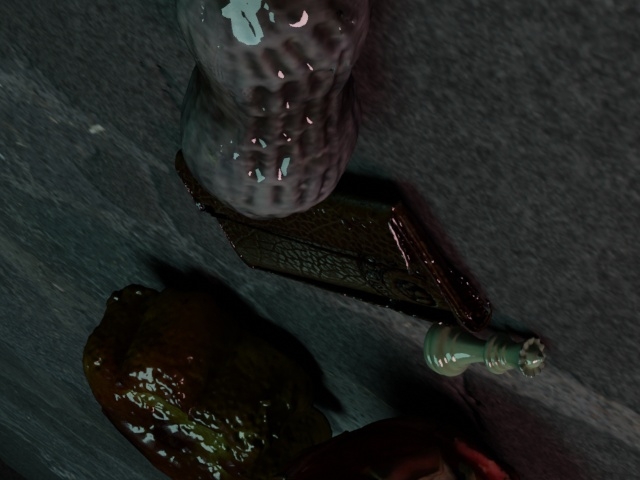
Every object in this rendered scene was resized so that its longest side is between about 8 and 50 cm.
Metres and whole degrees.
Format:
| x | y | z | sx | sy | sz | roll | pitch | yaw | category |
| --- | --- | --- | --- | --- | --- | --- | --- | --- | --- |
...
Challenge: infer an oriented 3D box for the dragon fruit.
| x | y | z | sx | sy | sz | roll | pitch | yaw | category |
| --- | --- | --- | --- | --- | --- | --- | --- | --- | --- |
| 0.063 | 0.288 | 1.150 | 0.277 | 0.277 | 0.342 | 31 | 171 | 20 | dragon fruit |

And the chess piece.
| x | y | z | sx | sy | sz | roll | pitch | yaw | category |
| --- | --- | --- | --- | --- | --- | --- | --- | --- | --- |
| 0.118 | 0.077 | 0.955 | 0.093 | 0.042 | 0.042 | 3 | 140 | 47 | chess piece |

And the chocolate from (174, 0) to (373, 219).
| x | y | z | sx | sy | sz | roll | pitch | yaw | category |
| --- | --- | --- | --- | --- | --- | --- | --- | --- | --- |
| -0.028 | -0.092 | 0.749 | 0.110 | 0.110 | 0.248 | 32 | 154 | 17 | chocolate |

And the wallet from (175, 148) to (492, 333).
| x | y | z | sx | sy | sz | roll | pitch | yaw | category |
| --- | --- | --- | --- | --- | --- | --- | --- | --- | --- |
| 0.000 | 0.000 | 0.987 | 0.243 | 0.039 | 0.133 | 15 | 150 | 47 | wallet |

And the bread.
| x | y | z | sx | sy | sz | roll | pitch | yaw | category |
| --- | --- | --- | --- | --- | --- | --- | --- | --- | --- |
| -0.110 | 0.142 | 1.335 | 0.246 | 0.135 | 0.232 | 49 | 144 | -19 | bread |
